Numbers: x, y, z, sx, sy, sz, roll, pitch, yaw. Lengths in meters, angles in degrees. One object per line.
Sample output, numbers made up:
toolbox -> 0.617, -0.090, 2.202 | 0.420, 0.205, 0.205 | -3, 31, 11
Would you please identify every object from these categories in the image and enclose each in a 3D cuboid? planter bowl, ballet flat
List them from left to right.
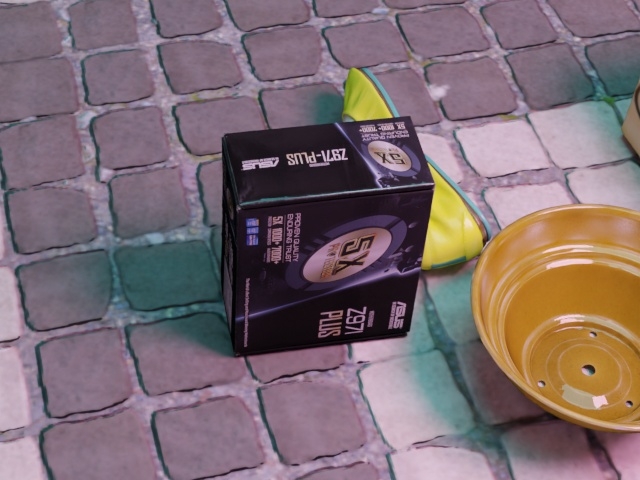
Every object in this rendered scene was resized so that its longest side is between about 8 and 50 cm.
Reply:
ballet flat -> 0.060, -0.063, 1.146 | 0.077, 0.077, 0.231 | -30, 58, -7
planter bowl -> 0.218, 0.080, 1.019 | 0.217, 0.090, 0.217 | 3, 49, -3

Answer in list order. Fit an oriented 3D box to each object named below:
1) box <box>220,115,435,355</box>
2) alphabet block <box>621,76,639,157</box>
box -> 0.000, 0.000, 1.011 | 0.147, 0.180, 0.077 | -6, 49, -11
alphabet block -> 0.408, -0.110, 1.136 | 0.193, 0.192, 0.197 | -12, 52, -17
